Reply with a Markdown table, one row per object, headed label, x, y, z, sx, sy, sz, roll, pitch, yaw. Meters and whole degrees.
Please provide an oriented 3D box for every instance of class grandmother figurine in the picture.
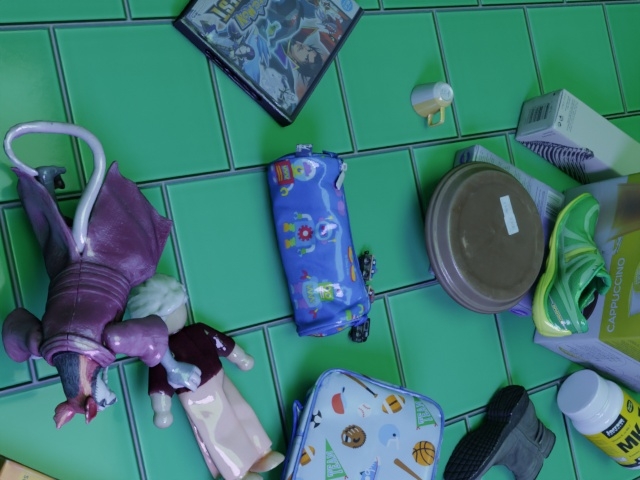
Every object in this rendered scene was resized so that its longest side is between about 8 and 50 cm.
| label | x | y | z | sx | sy | sz | roll | pitch | yaw |
| --- | --- | --- | --- | --- | --- | --- | --- | --- | --- |
| grandmother figurine | -0.182 | 0.206 | 1.412 | 0.343 | 0.104 | 0.208 | 64 | 29 | -6 |

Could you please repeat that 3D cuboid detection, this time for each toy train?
| label | x | y | z | sx | sy | sz | roll | pitch | yaw |
| --- | --- | --- | --- | --- | --- | --- | --- | --- | --- |
| toy train | 0.076 | 0.096 | 1.635 | 0.036 | 0.027 | 0.158 | 15 | 75 | -35 |

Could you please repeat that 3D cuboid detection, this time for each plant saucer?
| label | x | y | z | sx | sy | sz | roll | pitch | yaw |
| --- | --- | --- | --- | --- | --- | --- | --- | --- | --- |
| plant saucer | 0.303 | -0.008 | 1.717 | 0.277 | 0.041 | 0.278 | 5 | 80 | -33 |

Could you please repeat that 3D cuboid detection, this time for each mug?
| label | x | y | z | sx | sy | sz | roll | pitch | yaw |
| --- | --- | --- | --- | --- | --- | --- | --- | --- | --- |
| mug | 0.213 | -0.255 | 1.754 | 0.062 | 0.064 | 0.078 | -39 | 105 | -32 |

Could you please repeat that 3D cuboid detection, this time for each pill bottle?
| label | x | y | z | sx | sy | sz | roll | pitch | yaw |
| --- | --- | --- | --- | --- | --- | --- | --- | --- | --- |
| pill bottle | 0.564 | 0.347 | 1.871 | 0.208 | 0.119 | 0.119 | 38 | 64 | -23 |

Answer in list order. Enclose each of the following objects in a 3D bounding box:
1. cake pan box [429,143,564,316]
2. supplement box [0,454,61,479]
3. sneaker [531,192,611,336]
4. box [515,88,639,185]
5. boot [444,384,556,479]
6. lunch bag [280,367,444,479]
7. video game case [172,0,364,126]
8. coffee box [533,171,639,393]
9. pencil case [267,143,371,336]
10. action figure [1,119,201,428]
| label | x | y | z | sx | sy | sz | roll | pitch | yaw |
| --- | --- | --- | --- | --- | --- | --- | --- | --- | --- |
| cake pan box | 0.337 | -0.020 | 1.803 | 0.245 | 0.070 | 0.267 | 24 | 71 | -31 |
| supplement box | -0.343 | 0.366 | 1.288 | 0.233 | 0.080 | 0.078 | 33 | 69 | -28 |
| sneaker | 0.476 | 0.051 | 1.761 | 0.109 | 0.123 | 0.296 | 56 | 48 | -52 |
| box | 0.528 | -0.191 | 1.929 | 0.275 | 0.113 | 0.094 | 28 | 70 | -26 |
| boot | 0.339 | 0.397 | 1.741 | 0.246 | 0.083 | 0.161 | -46 | 114 | -28 |
| lunch bag | 0.055 | 0.353 | 1.496 | 0.243 | 0.115 | 0.304 | 17 | 65 | -2 |
| video game case | -0.077 | -0.371 | 1.595 | 0.248 | 0.035 | 0.275 | 41 | 63 | -22 |
| coffee box | 0.666 | 0.091 | 1.845 | 0.338 | 0.334 | 0.338 | 25 | 71 | -27 |
| pencil case | 0.000 | 0.000 | 1.538 | 0.119 | 0.133 | 0.306 | -10 | 90 | -67 |
| action figure | -0.285 | 0.063 | 1.234 | 0.248 | 0.276 | 0.370 | -2 | 51 | -4 |
